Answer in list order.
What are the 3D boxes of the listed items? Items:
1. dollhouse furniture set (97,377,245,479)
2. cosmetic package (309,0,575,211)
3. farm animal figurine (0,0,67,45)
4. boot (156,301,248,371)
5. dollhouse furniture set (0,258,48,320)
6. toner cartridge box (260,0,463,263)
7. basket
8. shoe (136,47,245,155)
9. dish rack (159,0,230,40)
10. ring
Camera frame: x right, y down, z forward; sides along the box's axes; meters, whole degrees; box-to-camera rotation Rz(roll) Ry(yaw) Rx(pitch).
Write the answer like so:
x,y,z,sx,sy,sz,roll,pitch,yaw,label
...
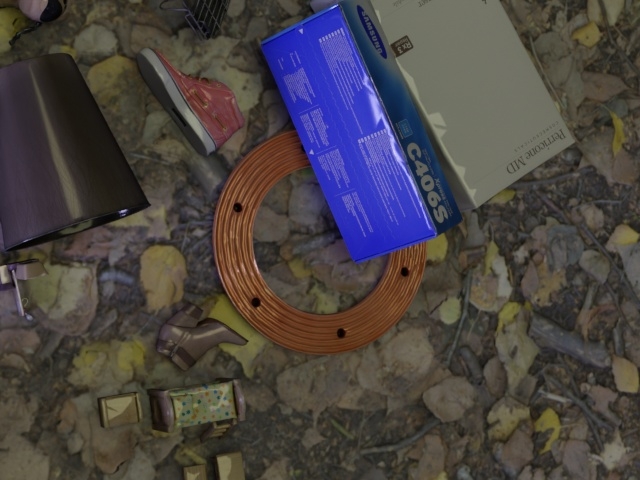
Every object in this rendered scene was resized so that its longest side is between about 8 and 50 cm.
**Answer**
x,y,z,sx,sy,sz,roll,pitch,yaw,label
-0.196,0.281,1.874,0.182,0.101,0.161,-8,89,-22,dollhouse furniture set
0.181,-0.250,2.034,0.217,0.156,0.385,-35,97,-22,cosmetic package
-0.383,-0.458,1.741,0.326,0.172,0.330,-59,141,-11,farm animal figurine
-0.171,0.146,1.932,0.118,0.042,0.087,33,81,-15,boot
-0.403,0.073,1.806,0.091,0.114,0.081,-13,95,-24,dollhouse furniture set
0.057,-0.154,1.935,0.075,0.165,0.348,-28,97,-48,toner cartridge box
-0.359,-0.122,1.822,0.204,0.154,0.227,-19,89,-20,basket
-0.182,-0.213,1.943,0.081,0.063,0.178,-40,105,-21,shoe
-0.198,-0.418,1.886,0.271,0.074,0.208,56,42,-49,dish rack
0.000,0.000,2.012,0.337,0.032,0.336,1,86,-21,ring
